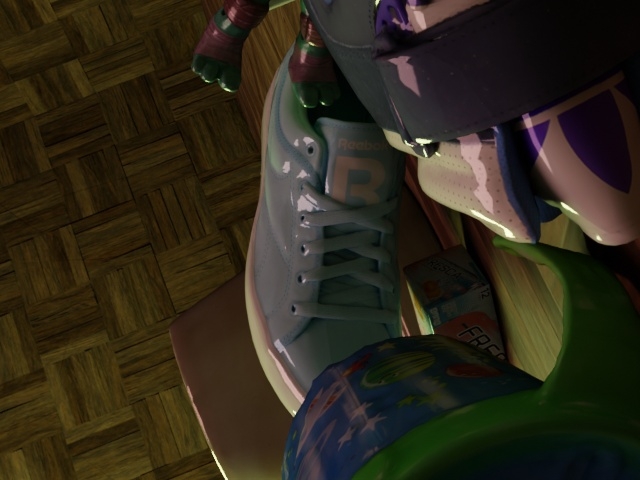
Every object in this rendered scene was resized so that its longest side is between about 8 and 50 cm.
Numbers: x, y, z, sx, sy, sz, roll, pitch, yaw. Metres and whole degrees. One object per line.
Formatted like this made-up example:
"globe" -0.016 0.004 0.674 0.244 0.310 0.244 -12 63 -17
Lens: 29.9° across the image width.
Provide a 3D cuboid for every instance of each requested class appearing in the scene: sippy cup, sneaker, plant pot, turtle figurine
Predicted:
"sippy cup" 0.078 0.163 0.682 0.240 0.305 0.224 52 179 -20
"sneaker" 0.067 -0.118 0.406 0.236 0.130 0.323 58 169 11
"sneaker" 0.009 -0.028 0.985 0.150 0.135 0.366 115 150 -64
"plant pot" 0.003 0.124 1.270 0.323 0.280 0.323 159 90 -87
"turtle figurine" -0.006 -0.199 0.832 0.234 0.175 0.118 117 174 -48

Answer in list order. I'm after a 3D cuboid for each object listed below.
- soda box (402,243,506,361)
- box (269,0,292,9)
"soda box" 0.125 0.094 1.049 0.063 0.058 0.183 -117 6 -51
"box" -0.025 -0.250 0.925 0.087 0.101 0.102 -117 7 -49
